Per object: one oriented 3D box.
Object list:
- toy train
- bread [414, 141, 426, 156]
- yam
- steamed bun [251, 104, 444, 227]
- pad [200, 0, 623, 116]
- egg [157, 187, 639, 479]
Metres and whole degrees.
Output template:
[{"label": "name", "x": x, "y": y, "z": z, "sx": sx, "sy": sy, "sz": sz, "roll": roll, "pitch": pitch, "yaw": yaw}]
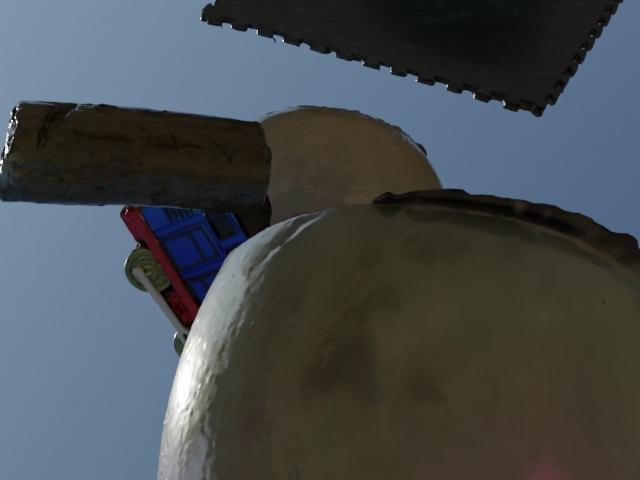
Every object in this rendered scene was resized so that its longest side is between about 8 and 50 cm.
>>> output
[{"label": "toy train", "x": -0.091, "y": 0.027, "z": 1.308, "sx": 0.131, "sy": 0.204, "sz": 0.083, "roll": -21, "pitch": -154, "yaw": 16}, {"label": "bread", "x": 0.090, "y": -0.093, "z": 1.865, "sx": 0.053, "sy": 0.085, "sz": 0.085, "roll": 25, "pitch": -138, "yaw": -22}, {"label": "yam", "x": -0.093, "y": -0.041, "z": 0.740, "sx": 0.132, "sy": 0.054, "sz": 0.054, "roll": 4, "pitch": -135, "yaw": -10}, {"label": "steamed bun", "x": 0.000, "y": 0.000, "z": 1.594, "sx": 0.283, "sy": 0.283, "sz": 0.177, "roll": -2, "pitch": -137, "yaw": 3}, {"label": "pad", "x": 0.084, "y": -0.190, "z": 1.114, "sx": 0.270, "sy": 0.012, "sz": 0.269, "roll": 17, "pitch": -140, "yaw": 17}, {"label": "egg", "x": 0.065, "y": 0.197, "z": 0.912, "sx": 0.354, "sy": 0.354, "sz": 0.340, "roll": 5, "pitch": -122, "yaw": 10}]
